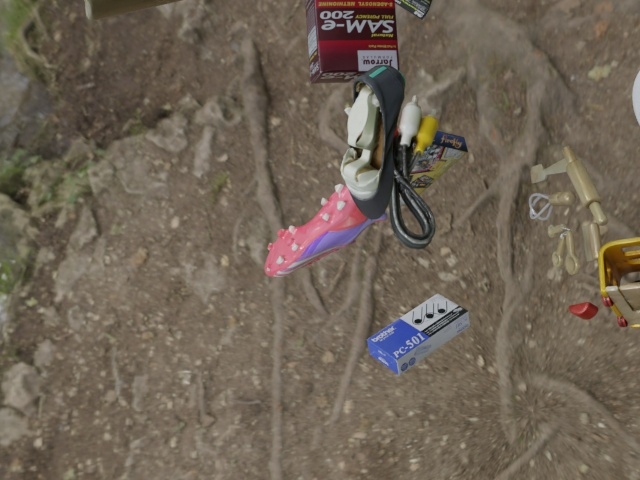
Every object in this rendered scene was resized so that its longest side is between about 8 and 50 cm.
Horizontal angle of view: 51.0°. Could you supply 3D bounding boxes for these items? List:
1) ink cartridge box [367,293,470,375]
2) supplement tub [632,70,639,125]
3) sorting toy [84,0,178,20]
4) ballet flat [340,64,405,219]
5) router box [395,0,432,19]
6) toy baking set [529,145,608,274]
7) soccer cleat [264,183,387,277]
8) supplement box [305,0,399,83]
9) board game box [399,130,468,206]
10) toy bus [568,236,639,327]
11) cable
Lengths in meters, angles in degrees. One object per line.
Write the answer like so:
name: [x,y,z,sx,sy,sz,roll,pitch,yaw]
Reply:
ink cartridge box: [0.209,0.195,1.420,0.207,0.046,0.097,-29,34,-24]
supplement tub: [0.659,-0.258,1.057,0.272,0.191,0.191,-26,69,-13]
sorting toy: [-0.223,-0.349,0.724,0.047,0.347,0.196,1,115,31]
ballet flat: [0.055,-0.112,0.821,0.074,0.074,0.203,19,122,21]
router box: [0.219,-0.612,1.684,0.122,0.092,0.038,30,126,-6]
toy baking set: [0.414,-0.059,1.159,0.030,0.197,0.256,-4,58,-10]
soccer cleat: [0.000,0.000,1.097,0.248,0.095,0.083,-40,36,37]
supplement box: [0.044,-0.370,1.037,0.130,0.073,0.240,-5,90,-12]
board game box: [0.190,-0.163,1.512,0.243,0.165,0.042,-44,46,50]
toy bus: [0.514,0.070,1.070,0.190,0.202,0.105,11,65,-8]
cable: [0.127,-0.125,1.083,0.139,0.072,0.287,12,52,-11]
